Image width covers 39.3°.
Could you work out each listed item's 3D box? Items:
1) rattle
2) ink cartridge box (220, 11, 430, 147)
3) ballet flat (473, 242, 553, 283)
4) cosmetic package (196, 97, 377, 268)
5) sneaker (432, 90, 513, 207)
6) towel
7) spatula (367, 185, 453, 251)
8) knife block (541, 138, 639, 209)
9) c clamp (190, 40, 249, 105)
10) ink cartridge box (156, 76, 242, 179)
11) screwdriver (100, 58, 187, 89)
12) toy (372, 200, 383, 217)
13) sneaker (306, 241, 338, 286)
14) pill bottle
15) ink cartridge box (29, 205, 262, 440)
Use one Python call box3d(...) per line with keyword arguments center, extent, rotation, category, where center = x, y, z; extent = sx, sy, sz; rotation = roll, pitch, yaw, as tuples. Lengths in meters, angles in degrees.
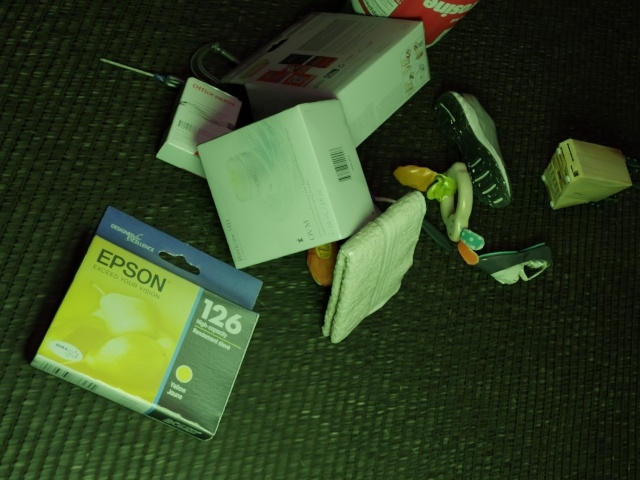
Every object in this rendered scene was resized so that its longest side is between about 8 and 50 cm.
box3d(center=(0.233, -0.054, 1.755), extent=(0.142, 0.130, 0.200), rotation=(9, 70, -28), category="rattle")
box3d(center=(0.012, -0.307, 1.703), extent=(0.309, 0.272, 0.130), rotation=(-44, 136, -36), category="ink cartridge box")
box3d(center=(0.399, 0.051, 1.827), extent=(0.203, 0.074, 0.074), rotation=(-9, 73, -33), category="ballet flat")
box3d(center=(-0.057, -0.094, 1.506), extent=(0.138, 0.224, 0.224), rotation=(-21, 94, -56), category="cosmetic package")
box3d(center=(0.343, -0.198, 1.889), extent=(0.108, 0.100, 0.271), rotation=(-14, 76, -37), category="sneaker")
box3d(center=(0.089, 0.053, 1.538), extent=(0.049, 0.282, 0.187), rotation=(39, 59, 21), category="towel")
box3d(center=(0.153, -0.063, 1.744), extent=(0.296, 0.030, 0.084), rotation=(34, 14, -20), category="spatula")
box3d(center=(0.614, -0.150, 1.932), extent=(0.242, 0.276, 0.088), rotation=(-14, 73, -1), category="knife block")
box3d(center=(-0.167, -0.327, 1.720), extent=(0.160, 0.022, 0.137), rotation=(30, 63, -16), category="c clamp")
box3d(center=(-0.217, -0.201, 1.609), extent=(0.109, 0.063, 0.150), rotation=(24, 59, -18), category="ink cartridge box")
box3d(center=(-0.314, -0.306, 1.630), extent=(0.170, 0.024, 0.025), rotation=(20, 90, -17), category="screwdriver")
box3d(center=(0.058, -0.071, 1.690), extent=(0.237, 0.056, 0.137), rotation=(56, 19, 10), category="toy")
box3d(center=(0.000, 0.000, 1.628), extent=(0.064, 0.067, 0.175), rotation=(-10, 64, 4), category="sneaker")
box3d(center=(0.201, -0.521, 1.764), extent=(0.229, 0.407, 0.229), rotation=(11, 65, -23), category="pill bottle")
box3d(center=(-0.259, 0.122, 1.445), extent=(0.303, 0.072, 0.307), rotation=(27, 61, -15), category="ink cartridge box")
